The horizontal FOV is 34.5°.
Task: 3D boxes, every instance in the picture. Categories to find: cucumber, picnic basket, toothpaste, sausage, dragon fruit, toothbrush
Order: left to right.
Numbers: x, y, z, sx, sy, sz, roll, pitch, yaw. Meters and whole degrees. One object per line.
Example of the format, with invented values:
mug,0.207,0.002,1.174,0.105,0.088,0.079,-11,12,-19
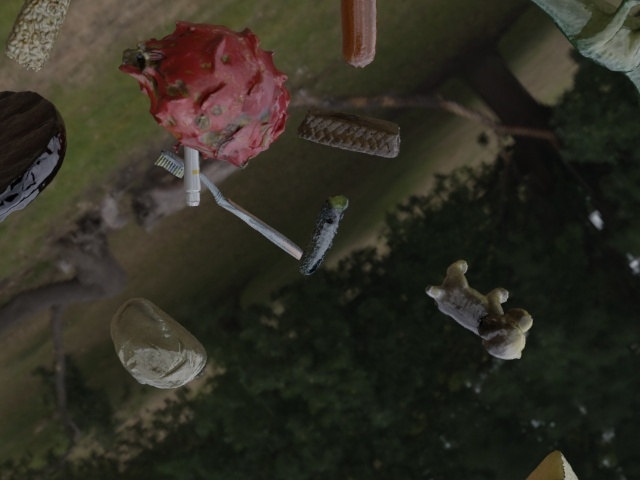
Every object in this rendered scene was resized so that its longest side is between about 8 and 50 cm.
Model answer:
toothpaste,-0.227,-0.156,1.819,0.031,0.190,0.048,-2,-168,-9
dragon fruit,-0.170,-0.233,1.545,0.210,0.268,0.205,-58,-151,17
toothbrush,-0.151,-0.055,1.936,0.037,0.375,0.028,-50,-159,11
cucumber,0.001,0.000,1.825,0.043,0.044,0.256,-7,153,-20
picnic basket,0.055,-0.204,1.908,0.110,0.193,0.055,-71,171,-70
sausage,0.080,-0.454,2.132,0.076,0.076,0.197,-33,128,-50

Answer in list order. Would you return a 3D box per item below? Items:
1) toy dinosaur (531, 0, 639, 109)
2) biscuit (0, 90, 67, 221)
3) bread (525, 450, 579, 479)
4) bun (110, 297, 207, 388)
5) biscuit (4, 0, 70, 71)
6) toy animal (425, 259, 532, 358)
toy dinosaur,0.390,-0.260,1.478,0.301,0.447,0.087,117,-18,-55
biscuit,-0.681,-0.139,2.006,0.407,0.407,0.091,-38,134,-19
bread,0.302,0.474,1.643,0.264,0.163,0.167,-22,-155,20
bun,-0.281,0.183,1.737,0.113,0.173,0.166,-49,130,-1
biscuit,-0.433,-0.349,1.605,0.168,0.070,0.082,-64,-158,8
toy animal,0.331,0.145,2.123,0.121,0.233,0.169,-59,170,21
